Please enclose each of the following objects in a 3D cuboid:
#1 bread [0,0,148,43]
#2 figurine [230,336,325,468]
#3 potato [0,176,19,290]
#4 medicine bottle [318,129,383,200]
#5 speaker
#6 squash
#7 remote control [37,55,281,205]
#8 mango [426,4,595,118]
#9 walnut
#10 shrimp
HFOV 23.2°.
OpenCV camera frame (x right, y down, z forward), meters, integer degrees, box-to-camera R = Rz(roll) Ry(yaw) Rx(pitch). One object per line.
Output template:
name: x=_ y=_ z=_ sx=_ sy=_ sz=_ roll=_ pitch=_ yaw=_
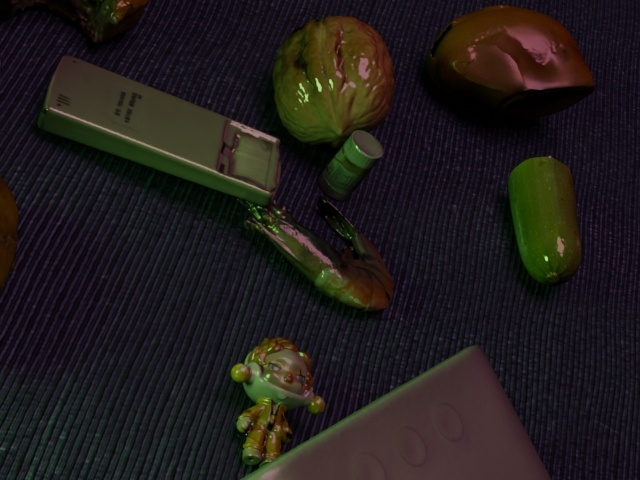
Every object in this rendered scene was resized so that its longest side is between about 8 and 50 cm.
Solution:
bread: x=-0.376 y=-0.381 z=1.866 sx=0.380 sy=0.109 sz=0.185 roll=46 pitch=37 yaw=7
figurine: x=-0.046 y=0.168 z=1.606 sx=0.101 sy=0.068 sz=0.143 roll=3 pitch=62 yaw=-32
potato: x=-0.362 y=-0.002 z=1.478 sx=0.149 sy=0.113 sz=0.251 roll=26 pitch=40 yaw=-10
medicine bottle: x=0.037 y=-0.092 z=1.918 sx=0.047 sy=0.083 sz=0.047 roll=22 pitch=41 yaw=-20
speaker: x=0.049 y=0.262 z=1.486 sx=0.406 sy=0.183 sz=0.184 roll=-23 pitch=78 yaw=-49
squash: x=0.297 y=-0.012 z=2.049 sx=0.095 sy=0.095 sz=0.188 roll=21 pitch=46 yaw=-21
remote control: x=-0.178 y=-0.121 z=1.784 sx=0.285 sy=0.038 sz=0.123 roll=20 pitch=37 yaw=-13
mango: x=0.264 y=-0.253 z=2.226 sx=0.236 sy=0.136 sz=0.166 roll=-6 pitch=66 yaw=-27
walnut: x=0.017 y=-0.195 z=1.960 sx=0.155 sy=0.155 sz=0.184 roll=21 pitch=40 yaw=-21
shrimp: x=0.000 y=0.000 z=1.830 sx=0.217 sy=0.051 sz=0.150 roll=38 pitch=31 yaw=-7
